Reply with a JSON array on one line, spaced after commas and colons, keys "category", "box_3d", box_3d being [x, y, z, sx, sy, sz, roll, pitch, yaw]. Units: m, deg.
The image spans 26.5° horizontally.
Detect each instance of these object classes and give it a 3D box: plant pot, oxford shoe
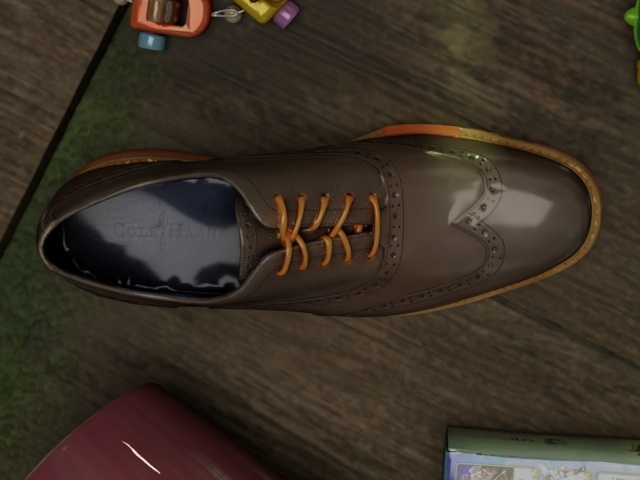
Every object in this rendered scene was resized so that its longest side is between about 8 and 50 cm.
[{"category": "plant pot", "box_3d": [-0.098, 0.201, 0.892, 0.201, 0.201, 0.180, -45, 79, 10]}, {"category": "oxford shoe", "box_3d": [0.000, 0.000, 0.866, 0.363, 0.133, 0.130, -5, 99, 5]}]

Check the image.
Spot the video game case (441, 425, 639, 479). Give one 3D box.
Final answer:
[{"category": "video game case", "box_3d": [0.199, 0.269, 0.937, 0.244, 0.061, 0.269, 3, 100, 3]}]

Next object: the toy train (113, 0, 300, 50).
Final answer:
[{"category": "toy train", "box_3d": [-0.066, -0.197, 0.880, 0.125, 0.046, 0.166, 15, 102, 1]}]

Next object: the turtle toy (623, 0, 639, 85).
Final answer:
[{"category": "turtle toy", "box_3d": [0.257, -0.138, 0.855, 0.130, 0.066, 0.095, 3, 101, 4]}]
